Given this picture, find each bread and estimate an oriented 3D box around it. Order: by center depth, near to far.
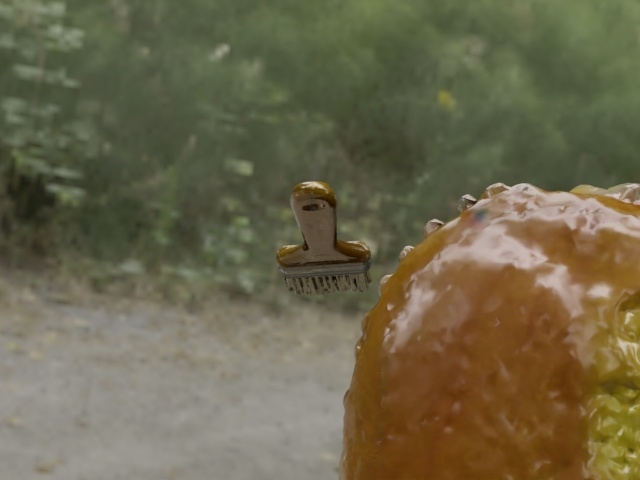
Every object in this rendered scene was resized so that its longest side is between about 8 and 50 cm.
[{"bbox_3d":[0.105,0.121,0.741,0.204,0.288,0.156,8,-9,4],"label":"bread"}]

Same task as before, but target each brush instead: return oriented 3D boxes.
[{"bbox_3d":[0.000,0.000,0.789,0.043,0.014,0.170,-5,-15,1],"label":"brush"}]
